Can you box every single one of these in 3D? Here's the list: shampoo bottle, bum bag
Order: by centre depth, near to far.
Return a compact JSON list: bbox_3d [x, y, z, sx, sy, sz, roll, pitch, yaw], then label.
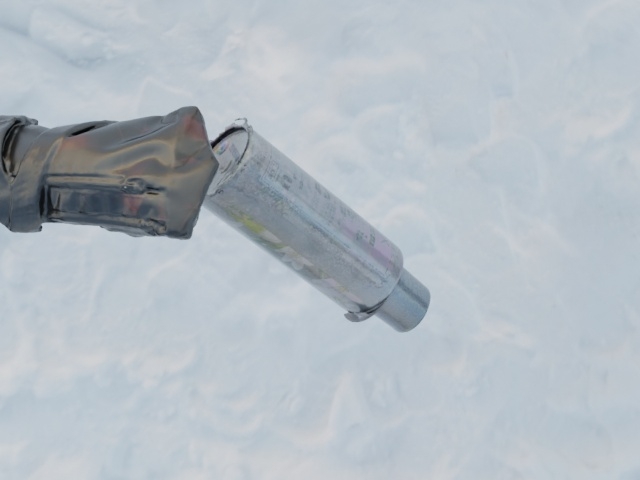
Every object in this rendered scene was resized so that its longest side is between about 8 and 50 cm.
[{"bbox_3d":[-0.095,-0.026,0.379,0.125,0.057,0.034,2,151,17],"label":"bum bag"},{"bbox_3d":[0.000,0.000,0.739,0.072,0.072,0.214,-40,123,19],"label":"shampoo bottle"}]
